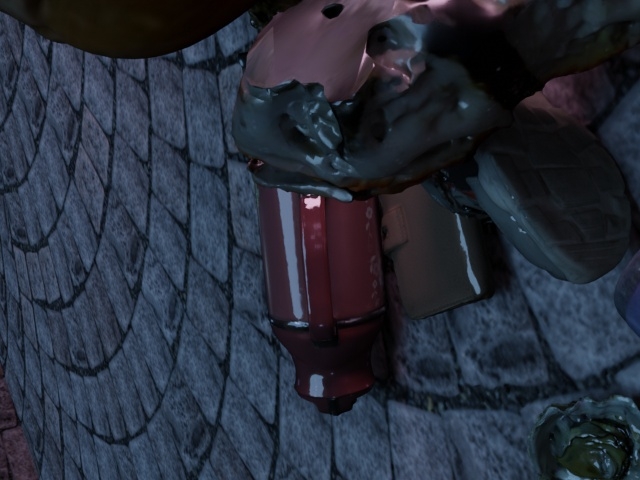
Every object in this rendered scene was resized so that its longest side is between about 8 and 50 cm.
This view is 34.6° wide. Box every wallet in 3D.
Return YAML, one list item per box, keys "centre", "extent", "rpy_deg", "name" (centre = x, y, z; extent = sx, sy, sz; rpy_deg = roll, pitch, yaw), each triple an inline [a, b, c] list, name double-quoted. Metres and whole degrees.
- centre: [0.089, -0.017, 0.819]
  extent: [0.118, 0.039, 0.152]
  rpy_deg: [-25, 76, 59]
  name: "wallet"

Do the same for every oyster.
- centre: [0.193, 0.144, 0.715]
  extent: [0.100, 0.037, 0.098]
  rpy_deg: [-7, 115, 41]
  name: "oyster"
- centre: [-0.048, -0.234, 0.962]
  extent: [0.148, 0.051, 0.103]
  rpy_deg: [44, 139, 42]
  name: "oyster"

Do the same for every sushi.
- centre: [0.086, -0.130, 0.586]
  extent: [0.130, 0.332, 0.124]
  rpy_deg: [46, -166, -55]
  name: "sushi"

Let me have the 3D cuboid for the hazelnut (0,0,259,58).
- centre: [-0.155, -0.329, 0.829]
  extent: [0.315, 0.373, 0.372]
  rpy_deg: [-37, -63, -80]
  name: "hazelnut"

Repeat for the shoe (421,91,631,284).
- centre: [0.109, -0.048, 0.700]
  extent: [0.125, 0.099, 0.227]
  rpy_deg: [-56, 47, 43]
  name: "shoe"

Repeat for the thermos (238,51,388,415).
- centre: [0.006, -0.002, 0.894]
  extent: [0.136, 0.110, 0.330]
  rpy_deg: [18, 116, 61]
  name: "thermos"

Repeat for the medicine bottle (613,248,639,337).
- centre: [0.247, 0.076, 0.531]
  extent: [0.203, 0.084, 0.083]
  rpy_deg: [52, 142, 35]
  name: "medicine bottle"
